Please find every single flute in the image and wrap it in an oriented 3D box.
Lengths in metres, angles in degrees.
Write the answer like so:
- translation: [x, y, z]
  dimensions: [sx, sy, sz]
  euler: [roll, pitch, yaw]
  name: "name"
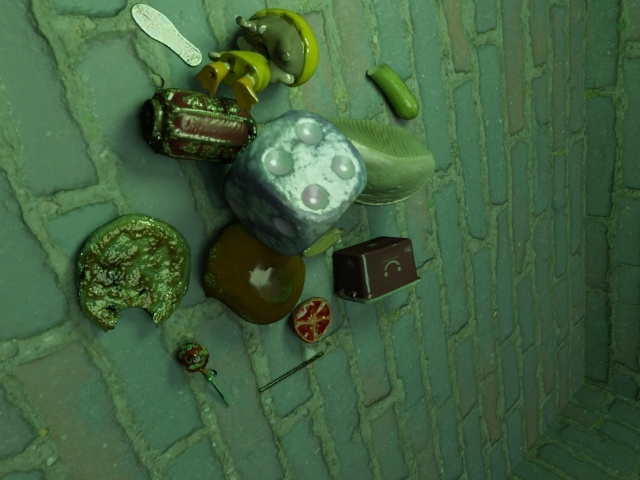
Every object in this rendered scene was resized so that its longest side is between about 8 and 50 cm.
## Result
- translation: [-0.091, 0.439, 1.558]
  dimensions: [0.269, 0.014, 0.014]
  euler: [-23, 114, -33]
  name: "flute"

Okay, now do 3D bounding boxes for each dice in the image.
- translation: [-0.067, -0.141, 1.180]
  dimensions: [0.271, 0.270, 0.270]
  euler: [44, 64, -4]
  name: "dice"

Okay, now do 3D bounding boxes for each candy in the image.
- translation: [-0.317, 0.396, 1.332]
  dimensions: [0.078, 0.084, 0.288]
  euler: [-44, 131, -28]
  name: "candy"

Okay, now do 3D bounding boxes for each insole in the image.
- translation: [-0.368, -0.496, 1.124]
  dimensions: [0.193, 0.006, 0.065]
  euler: [35, 77, -38]
  name: "insole"

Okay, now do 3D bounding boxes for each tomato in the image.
- translation: [-0.036, 0.251, 1.523]
  dimensions: [0.155, 0.069, 0.156]
  euler: [-10, 108, -34]
  name: "tomato"

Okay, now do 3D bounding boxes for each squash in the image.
- translation: [0.258, -0.510, 1.589]
  dimensions: [0.250, 0.083, 0.083]
  euler: [40, 75, -36]
  name: "squash"

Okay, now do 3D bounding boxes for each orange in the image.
- translation: [-0.168, 0.093, 1.329]
  dimensions: [0.335, 0.196, 0.263]
  euler: [49, 55, -28]
  name: "orange"

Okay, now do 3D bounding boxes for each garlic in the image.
- translation: [-0.015, -0.001, 1.463]
  dimensions: [0.195, 0.101, 0.087]
  euler: [-20, 116, -40]
  name: "garlic"

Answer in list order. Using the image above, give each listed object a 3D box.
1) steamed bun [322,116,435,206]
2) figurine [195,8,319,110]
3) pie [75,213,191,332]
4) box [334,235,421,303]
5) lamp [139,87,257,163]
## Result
- translation: [0.139, -0.225, 1.430]
  dimensions: [0.383, 0.247, 0.236]
  euler: [2, 125, -28]
  name: "steamed bun"
- translation: [-0.139, -0.450, 1.163]
  dimensions: [0.215, 0.187, 0.344]
  euler: [40, 49, -7]
  name: "figurine"
- translation: [-0.452, 0.079, 1.148]
  dimensions: [0.302, 0.066, 0.303]
  euler: [-10, 107, -36]
  name: "pie"
- translation: [0.190, 0.092, 1.605]
  dimensions: [0.293, 0.193, 0.168]
  euler: [-16, 102, -35]
  name: "box"
- translation: [-0.293, -0.278, 1.137]
  dimensions: [0.273, 0.177, 0.177]
  euler: [-1, 100, -38]
  name: "lamp"
